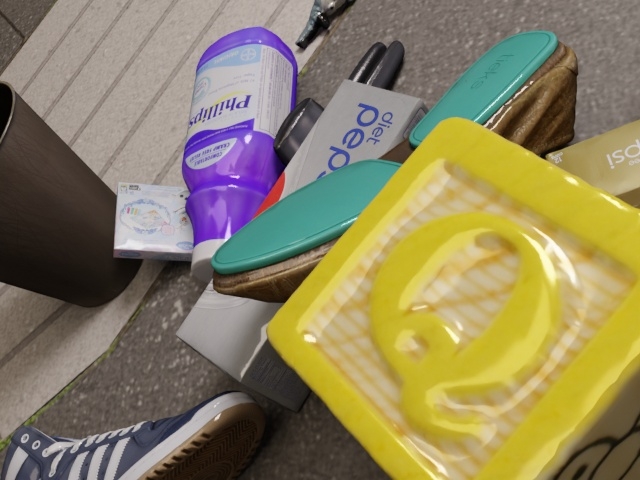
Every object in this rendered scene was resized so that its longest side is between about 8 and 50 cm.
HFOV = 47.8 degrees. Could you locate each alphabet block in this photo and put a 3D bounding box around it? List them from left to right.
[{"bbox_3d":[0.122,0.074,0.459,0.192,0.197,0.193,-50,48,-2],"label":"alphabet block"}]

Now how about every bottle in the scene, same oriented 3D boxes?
[{"bbox_3d":[-0.087,-0.091,0.763,0.118,0.092,0.282,-16,56,31],"label":"bottle"}]

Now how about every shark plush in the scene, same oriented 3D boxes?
[{"bbox_3d":[0.019,-0.301,0.864,0.067,0.073,0.161,22,98,59],"label":"shark plush"}]

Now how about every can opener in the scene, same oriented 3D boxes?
[{"bbox_3d":[0.030,-0.136,0.738,0.059,0.073,0.186,24,68,41],"label":"can opener"}]

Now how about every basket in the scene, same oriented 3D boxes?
[{"bbox_3d":[-0.313,-0.028,0.786,0.204,0.227,0.154,-45,49,4],"label":"basket"}]

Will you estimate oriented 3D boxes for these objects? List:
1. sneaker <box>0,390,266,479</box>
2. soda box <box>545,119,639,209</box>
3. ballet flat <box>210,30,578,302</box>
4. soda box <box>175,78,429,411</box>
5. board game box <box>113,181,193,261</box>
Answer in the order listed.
[{"bbox_3d":[-0.184,0.197,0.656,0.282,0.099,0.153,-44,51,8],"label":"sneaker"},{"bbox_3d":[0.266,-0.060,0.532,0.181,0.061,0.058,-22,55,22],"label":"soda box"},{"bbox_3d":[0.080,-0.030,0.567,0.342,0.124,0.116,-38,29,-17],"label":"ballet flat"},{"bbox_3d":[0.000,0.000,0.653,0.098,0.091,0.286,26,80,41],"label":"soda box"},{"bbox_3d":[-0.179,-0.020,0.793,0.020,0.090,0.090,115,154,-51],"label":"board game box"}]
